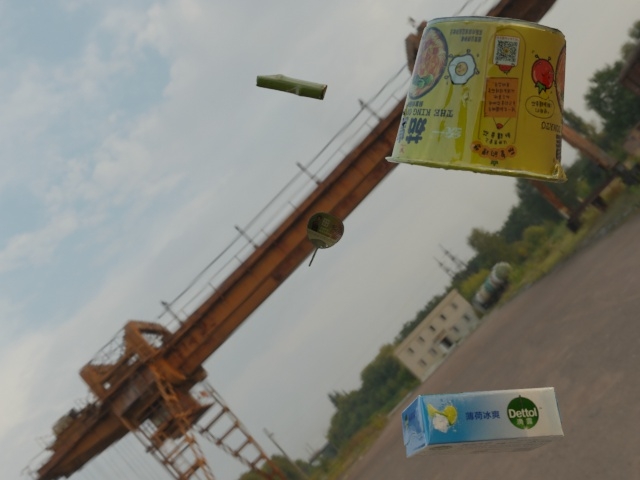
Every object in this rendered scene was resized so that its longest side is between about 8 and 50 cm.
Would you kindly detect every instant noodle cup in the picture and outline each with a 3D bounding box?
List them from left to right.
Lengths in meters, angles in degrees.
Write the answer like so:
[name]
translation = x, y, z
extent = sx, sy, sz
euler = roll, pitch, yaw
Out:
[instant noodle cup]
translation = 0.292, -0.247, 1.251
extent = 0.325, 0.326, 0.254
euler = -11, -70, -68

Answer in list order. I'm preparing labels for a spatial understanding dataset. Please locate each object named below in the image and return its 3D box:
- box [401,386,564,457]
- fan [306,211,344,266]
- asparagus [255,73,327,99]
[box]
translation = 0.225, 0.264, 1.005
extent = 0.194, 0.073, 0.139
euler = -1, -24, -6
[fan]
translation = -0.003, -0.008, 1.016
extent = 0.080, 0.060, 0.003
euler = -42, 26, -12
[asparagus]
translation = -0.072, -0.385, 1.743
extent = 0.041, 0.179, 0.045
euler = 42, -119, -82
